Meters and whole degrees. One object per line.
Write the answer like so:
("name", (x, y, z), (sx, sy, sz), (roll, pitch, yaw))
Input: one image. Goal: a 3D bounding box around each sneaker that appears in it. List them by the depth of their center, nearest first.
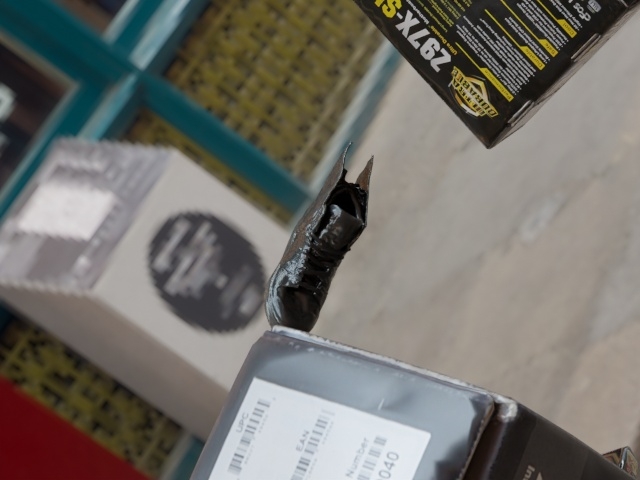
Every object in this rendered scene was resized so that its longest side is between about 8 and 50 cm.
("sneaker", (0.002, 0.001, 1.590), (0.089, 0.051, 0.170), (-48, 19, 46))

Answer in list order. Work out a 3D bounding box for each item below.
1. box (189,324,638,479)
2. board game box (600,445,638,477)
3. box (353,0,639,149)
("box", (0.028, 0.263, 0.494), (0.097, 0.318, 0.395), (12, 74, 46))
("board game box", (0.171, 0.277, 1.722), (0.260, 0.030, 0.136), (-22, 26, 32))
("box", (0.141, -0.284, 1.789), (0.079, 0.322, 0.257), (-38, -6, -38))
